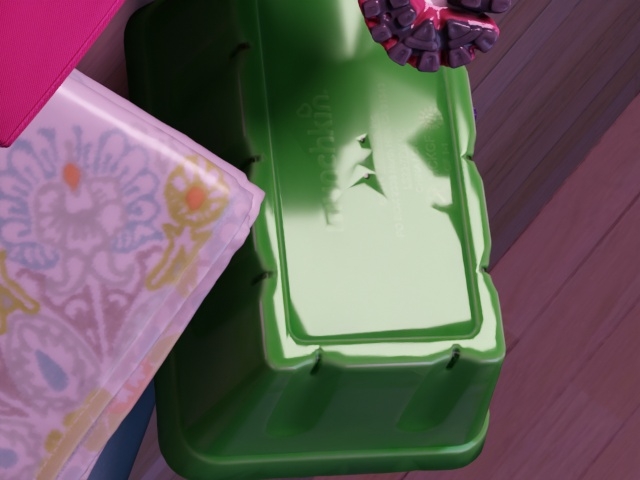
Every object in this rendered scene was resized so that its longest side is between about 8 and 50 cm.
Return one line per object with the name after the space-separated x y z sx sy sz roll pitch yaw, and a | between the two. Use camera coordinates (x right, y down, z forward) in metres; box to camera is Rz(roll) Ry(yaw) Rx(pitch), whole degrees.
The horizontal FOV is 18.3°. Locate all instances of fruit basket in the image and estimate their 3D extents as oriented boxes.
0.000 0.000 1.482 0.283 0.392 0.392 -1 142 -17 | fruit basket

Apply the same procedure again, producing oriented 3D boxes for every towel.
-0.263 0.009 1.232 0.320 0.374 0.090 -56 -162 10 | towel

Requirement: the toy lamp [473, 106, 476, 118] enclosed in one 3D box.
0.011 -0.168 1.658 0.080 0.274 0.080 -45 162 -19 | toy lamp

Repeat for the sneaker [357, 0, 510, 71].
0.041 -0.254 1.186 0.112 0.120 0.299 -112 -164 -68 | sneaker

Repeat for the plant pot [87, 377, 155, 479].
-0.240 0.056 1.483 0.235 0.293 0.293 -64 166 -12 | plant pot

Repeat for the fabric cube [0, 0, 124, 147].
-0.212 -0.238 0.965 0.259 0.254 0.258 -51 162 2 | fabric cube
